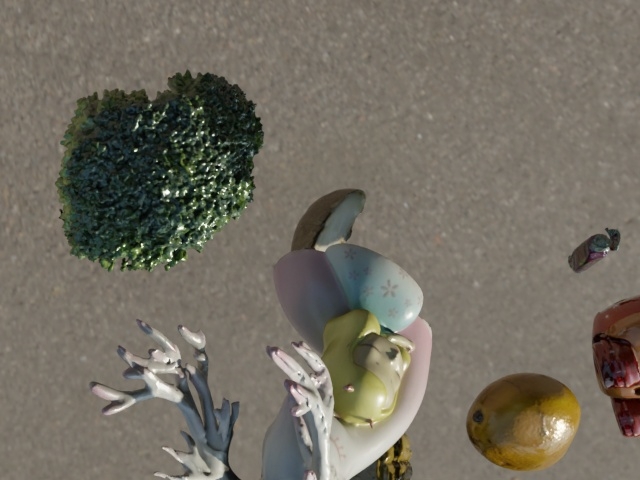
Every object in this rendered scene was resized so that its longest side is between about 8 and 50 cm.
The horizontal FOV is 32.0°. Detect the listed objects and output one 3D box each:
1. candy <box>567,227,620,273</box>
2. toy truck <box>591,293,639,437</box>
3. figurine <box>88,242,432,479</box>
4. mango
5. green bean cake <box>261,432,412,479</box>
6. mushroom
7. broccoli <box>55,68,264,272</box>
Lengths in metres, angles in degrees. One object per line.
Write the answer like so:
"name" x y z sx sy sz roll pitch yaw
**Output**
"candy" 0.435 0.021 1.802 0.043 0.045 0.175 -3 162 -12
"toy truck" 0.506 0.158 1.718 0.189 0.239 0.265 -17 129 9
"figurine" -0.031 0.130 1.032 0.206 0.315 0.284 -11 127 26
"mango" 0.274 0.244 1.463 0.147 0.109 0.227 -29 146 13
"green bean cake" 0.032 0.396 1.742 0.230 0.224 0.131 -4 170 24
"mushroom" -0.002 0.000 1.800 0.072 0.094 0.210 36 71 -30
"broccoli" -0.260 -0.127 1.677 0.375 0.302 0.249 -52 134 -24
